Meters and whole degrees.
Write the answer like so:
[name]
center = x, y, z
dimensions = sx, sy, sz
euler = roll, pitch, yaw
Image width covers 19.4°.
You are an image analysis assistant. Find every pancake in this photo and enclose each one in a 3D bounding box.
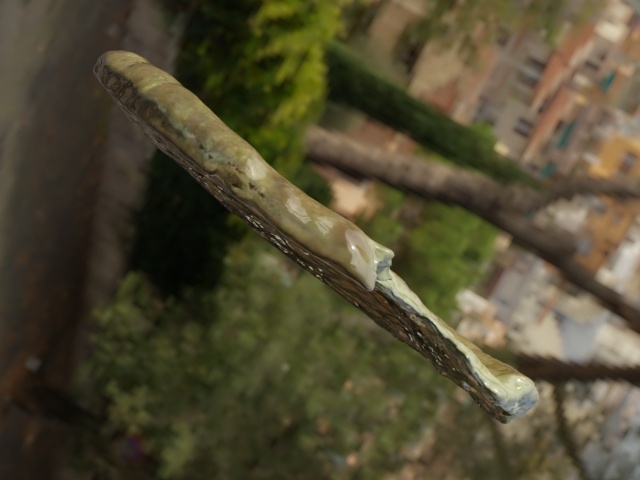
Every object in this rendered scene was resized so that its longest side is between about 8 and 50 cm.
[pancake]
center = 0.000, 0.000, 0.952
dimensions = 0.033, 0.288, 0.286
euler = -51, -171, -3
